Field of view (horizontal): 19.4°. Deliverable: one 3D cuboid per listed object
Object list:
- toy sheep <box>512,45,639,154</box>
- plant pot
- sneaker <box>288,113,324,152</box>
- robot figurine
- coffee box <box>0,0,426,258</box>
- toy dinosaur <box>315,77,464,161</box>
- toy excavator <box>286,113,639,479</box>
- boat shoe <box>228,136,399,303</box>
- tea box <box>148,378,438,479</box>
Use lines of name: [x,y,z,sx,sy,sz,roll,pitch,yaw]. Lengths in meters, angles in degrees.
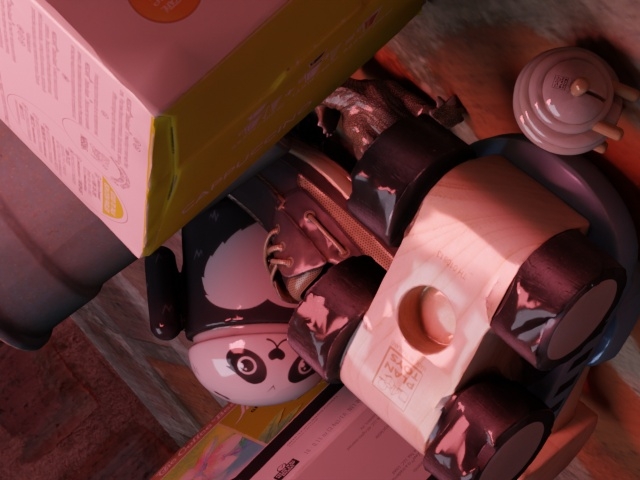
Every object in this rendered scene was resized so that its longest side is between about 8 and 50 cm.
toy sheep: [0.188,-0.105,1.410,0.091,0.091,0.132,46,169,4]
plant pot: [-0.229,-0.116,1.864,0.341,0.334,0.341,59,-172,-13]
sneaker: [-0.033,-0.130,1.995,0.098,0.038,0.069,36,161,3]
robot figurine: [-0.072,0.050,2.148,0.209,0.278,0.173,-10,165,28]
coffee box: [-0.120,-0.247,1.397,0.334,0.337,0.338,44,163,8]
toy dinosaur: [0.079,-0.076,1.755,0.313,0.121,0.160,50,176,-25]
toy excavator: [0.183,0.093,1.697,0.222,0.445,0.433,40,121,27]
boat shoe: [0.000,0.000,1.974,0.355,0.130,0.132,31,159,21]
tea box: [0.002,0.307,2.399,0.220,0.329,0.323,52,162,-19]
